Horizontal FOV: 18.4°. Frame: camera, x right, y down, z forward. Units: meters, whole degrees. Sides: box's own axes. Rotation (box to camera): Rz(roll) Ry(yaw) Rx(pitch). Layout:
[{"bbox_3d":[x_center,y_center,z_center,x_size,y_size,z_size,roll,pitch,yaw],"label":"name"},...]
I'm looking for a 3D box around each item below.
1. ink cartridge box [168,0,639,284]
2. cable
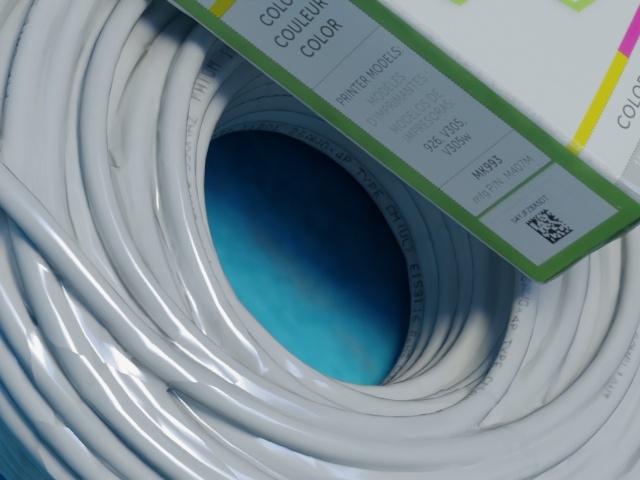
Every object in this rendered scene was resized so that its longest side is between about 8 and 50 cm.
[{"bbox_3d":[0.020,-0.095,0.578,0.209,0.062,0.109,37,54,-9],"label":"ink cartridge box"},{"bbox_3d":[0.000,0.000,0.616,0.257,0.089,0.257,-23,79,-36],"label":"cable"}]
